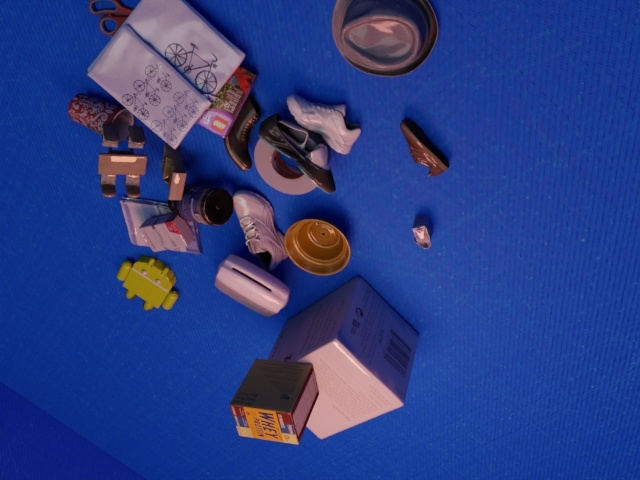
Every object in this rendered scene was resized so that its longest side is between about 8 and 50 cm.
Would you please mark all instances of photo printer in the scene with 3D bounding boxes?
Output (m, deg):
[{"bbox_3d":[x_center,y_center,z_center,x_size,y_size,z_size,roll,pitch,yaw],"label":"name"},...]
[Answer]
[{"bbox_3d":[-0.233,0.155,1.956,0.256,0.107,0.307,31,164,-4],"label":"photo printer"}]

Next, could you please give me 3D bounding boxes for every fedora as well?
[{"bbox_3d":[0.145,-0.507,1.425,0.275,0.124,0.244,17,128,7],"label":"fedora"}]

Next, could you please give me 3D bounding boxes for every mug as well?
[{"bbox_3d":[-0.692,-0.374,1.824,0.169,0.113,0.150,24,132,10],"label":"mug"}]

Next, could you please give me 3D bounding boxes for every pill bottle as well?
[{"bbox_3d":[-0.391,-0.117,1.865,0.219,0.123,0.123,11,131,41],"label":"pill bottle"}]

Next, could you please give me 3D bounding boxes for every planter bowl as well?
[{"bbox_3d":[0.000,0.000,1.863,0.217,0.090,0.217,9,126,13],"label":"planter bowl"}]

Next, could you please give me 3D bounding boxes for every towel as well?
[{"bbox_3d":[-0.566,-0.048,2.066,0.285,0.034,0.209,9,128,13],"label":"towel"}]

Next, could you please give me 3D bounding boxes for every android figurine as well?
[{"bbox_3d":[-0.660,0.164,2.239,0.248,0.056,0.273,36,130,-8],"label":"android figurine"}]

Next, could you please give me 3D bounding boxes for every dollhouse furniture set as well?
[{"bbox_3d":[-0.552,-0.218,1.784,0.242,0.161,0.212,-1,135,-26],"label":"dollhouse furniture set"}]

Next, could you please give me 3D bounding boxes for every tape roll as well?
[{"bbox_3d":[-0.083,-0.248,1.726,0.219,0.072,0.219,10,127,14],"label":"tape roll"}]

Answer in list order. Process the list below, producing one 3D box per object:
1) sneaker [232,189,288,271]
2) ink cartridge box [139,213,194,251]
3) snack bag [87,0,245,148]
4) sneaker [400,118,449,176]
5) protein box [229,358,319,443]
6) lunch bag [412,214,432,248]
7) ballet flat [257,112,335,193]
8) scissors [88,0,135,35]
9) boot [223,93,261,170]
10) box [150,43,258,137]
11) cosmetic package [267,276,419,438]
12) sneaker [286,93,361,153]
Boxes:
[{"bbox_3d":[-0.200,-0.031,1.888,0.111,0.129,0.297,-17,116,30],"label":"sneaker"},{"bbox_3d":[-0.532,-0.028,2.007,0.150,0.063,0.109,-9,125,24],"label":"ink cartridge box"},{"bbox_3d":[-0.414,-0.478,1.577,0.323,0.037,0.342,42,103,-7],"label":"snack bag"},{"bbox_3d":[0.272,-0.249,1.604,0.188,0.066,0.071,44,127,-13],"label":"sneaker"},{"bbox_3d":[-0.136,0.487,1.776,0.199,0.201,0.136,1,122,20],"label":"protein box"},{"bbox_3d":[0.309,-0.023,1.750,0.053,0.071,0.083,-13,120,25],"label":"lunch bag"},{"bbox_3d":[-0.047,-0.247,1.613,0.280,0.095,0.096,39,116,-10],"label":"ballet flat"},{"bbox_3d":[-0.514,-0.637,1.629,0.297,0.021,0.109,2,125,18],"label":"scissors"},{"bbox_3d":[-0.216,-0.316,1.703,0.137,0.077,0.198,-20,101,25],"label":"boot"},{"bbox_3d":[-0.350,-0.448,1.630,0.293,0.057,0.201,28,105,-4],"label":"box"},{"bbox_3d":[0.066,0.404,1.979,0.327,0.329,0.393,45,126,-14],"label":"cosmetic package"},{"bbox_3d":[0.016,-0.350,1.619,0.232,0.090,0.115,32,122,-17],"label":"sneaker"}]
